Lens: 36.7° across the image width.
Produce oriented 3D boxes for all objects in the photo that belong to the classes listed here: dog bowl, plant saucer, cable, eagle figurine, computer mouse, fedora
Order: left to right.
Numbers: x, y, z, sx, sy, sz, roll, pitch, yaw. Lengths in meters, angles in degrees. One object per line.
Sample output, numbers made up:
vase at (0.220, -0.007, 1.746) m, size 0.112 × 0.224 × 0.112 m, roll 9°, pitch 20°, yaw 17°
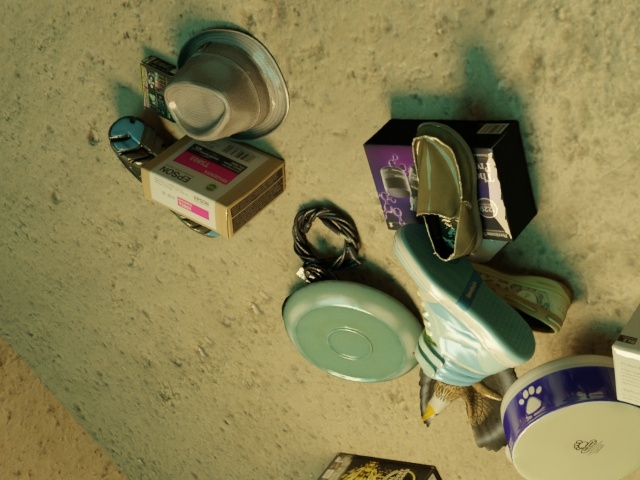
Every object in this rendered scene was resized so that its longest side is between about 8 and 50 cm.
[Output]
fedora at (-0.208, -0.284, 1.907) m, size 0.275 × 0.124 × 0.244 m, roll 5°, pitch 126°, yaw 41°
computer mouse at (-0.013, 0.154, 2.110) m, size 0.188 × 0.072 × 0.272 m, roll 33°, pitch 149°, yaw -10°
cable at (0.000, 0.000, 2.019) m, size 0.184 × 0.047 × 0.150 m, roll -2°, pitch 122°, yaw 45°
plant saucer at (0.066, 0.209, 2.058) m, size 0.317 × 0.044 × 0.317 m, roll 11°, pitch 137°, yaw 11°
eagle figurine at (0.279, 0.287, 1.934) m, size 0.298 × 0.225 × 0.226 m, roll 54°, pitch -163°, yaw -58°
computer mouse at (0.281, 0.013, 1.774) m, size 0.106 × 0.042 × 0.193 m, roll 47°, pitch 142°, yaw 2°
dog bowl at (0.461, 0.328, 1.719) m, size 0.265 × 0.104 × 0.265 m, roll -2°, pitch 131°, yaw -2°

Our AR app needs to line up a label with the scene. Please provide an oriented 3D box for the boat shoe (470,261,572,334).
boat shoe at (0.307, 0.108, 1.756) m, size 0.285 × 0.089 × 0.104 m, roll 5°, pitch 141°, yaw 30°

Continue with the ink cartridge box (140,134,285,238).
ink cartridge box at (-0.221, -0.127, 1.998) m, size 0.234 × 0.193 × 0.088 m, roll 25°, pitch 137°, yaw 25°

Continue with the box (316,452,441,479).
box at (0.066, 0.679, 2.263) m, size 0.318 × 0.395 × 0.097 m, roll -6°, pitch 120°, yaw 47°

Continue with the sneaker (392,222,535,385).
sneaker at (0.204, 0.134, 1.713) m, size 0.319 × 0.127 × 0.208 m, roll 48°, pitch 132°, yaw 2°

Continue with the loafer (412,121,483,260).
loafer at (0.204, -0.073, 1.575) m, size 0.094 × 0.087 × 0.251 m, roll 3°, pitch 123°, yaw 41°

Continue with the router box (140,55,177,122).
router box at (-0.336, -0.323, 2.062) m, size 0.092 × 0.038 × 0.122 m, roll 27°, pitch 137°, yaw 23°

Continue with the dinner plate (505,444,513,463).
dinner plate at (0.448, 0.446, 1.972) m, size 0.141 × 0.017 × 0.141 m, roll 10°, pitch 138°, yaw 9°

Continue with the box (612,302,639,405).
box at (0.582, 0.177, 1.524) m, size 0.181 × 0.182 × 0.119 m, roll 13°, pitch 132°, yaw 36°

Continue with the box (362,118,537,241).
box at (0.224, -0.107, 1.679) m, size 0.261 × 0.103 × 0.184 m, roll 6°, pitch 129°, yaw 40°

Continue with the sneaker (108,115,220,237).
sneaker at (-0.333, -0.144, 2.179) m, size 0.341 × 0.125 × 0.139 m, roll 47°, pitch 169°, yaw -4°
